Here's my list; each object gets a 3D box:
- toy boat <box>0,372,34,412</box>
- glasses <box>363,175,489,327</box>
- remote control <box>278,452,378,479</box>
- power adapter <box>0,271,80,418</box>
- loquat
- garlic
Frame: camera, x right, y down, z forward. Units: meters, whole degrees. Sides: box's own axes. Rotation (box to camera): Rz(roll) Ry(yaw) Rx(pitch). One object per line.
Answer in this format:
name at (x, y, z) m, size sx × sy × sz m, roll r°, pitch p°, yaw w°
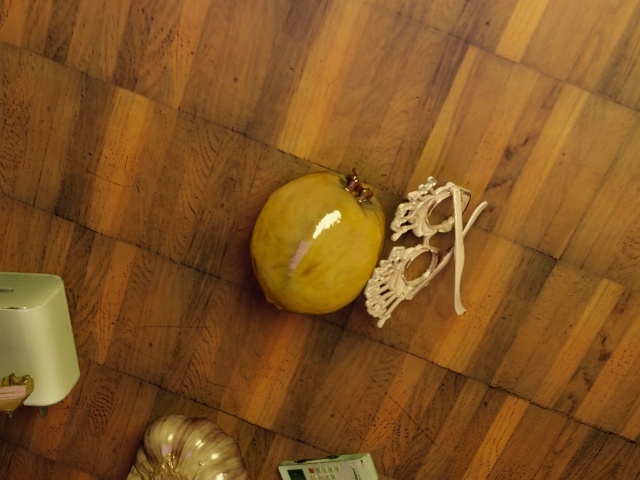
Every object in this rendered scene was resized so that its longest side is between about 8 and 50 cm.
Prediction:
toy boat at (-0.556, 0.227, 1.536) m, size 0.206 × 0.064 × 0.072 m, roll 3°, pitch 103°, yaw 10°
glasses at (0.150, 0.026, 1.378) m, size 0.162 × 0.095 × 0.255 m, roll -3°, pitch 122°, yaw -38°
remote control at (0.014, 0.401, 1.675) m, size 0.166 × 0.029 × 0.065 m, roll -10°, pitch 116°, yaw 20°
power adapter at (-0.506, 0.187, 1.610) m, size 0.187 × 0.124 × 0.255 m, roll 2°, pitch 118°, yaw 11°
loquat at (0.000, 0.000, 1.395) m, size 0.187 × 0.176 × 0.234 m, roll 16°, pitch 106°, yaw -43°
garlic at (-0.219, 0.410, 1.656) m, size 0.245 × 0.160 × 0.245 m, roll 5°, pitch 102°, yaw 24°
